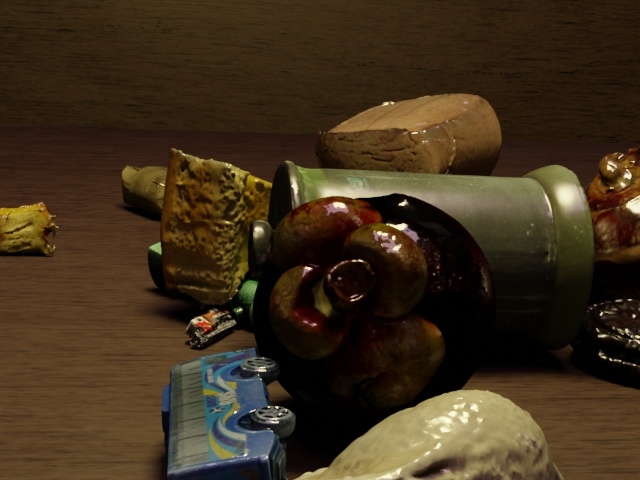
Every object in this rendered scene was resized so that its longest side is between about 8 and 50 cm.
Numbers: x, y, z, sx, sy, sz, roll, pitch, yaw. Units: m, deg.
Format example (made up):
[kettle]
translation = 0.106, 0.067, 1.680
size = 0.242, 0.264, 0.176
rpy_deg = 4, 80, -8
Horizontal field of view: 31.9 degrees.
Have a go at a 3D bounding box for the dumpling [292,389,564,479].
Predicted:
[dumpling]
translation = 0.062, 0.159, 0.709
size = 0.166, 0.126, 0.216
rpy_deg = -9, 6, 37

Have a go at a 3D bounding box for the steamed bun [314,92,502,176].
[steamed bun]
translation = 0.158, -0.139, 2.006
size = 0.251, 0.199, 0.301
rpy_deg = -29, 21, -37

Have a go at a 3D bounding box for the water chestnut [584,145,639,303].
[water chestnut]
translation = 0.419, 0.003, 1.394
size = 0.224, 0.238, 0.223
rpy_deg = -21, 38, 17

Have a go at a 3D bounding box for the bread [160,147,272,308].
[bread]
translation = -0.096, -0.012, 1.295
size = 0.140, 0.169, 0.160
rpy_deg = 14, 9, 40

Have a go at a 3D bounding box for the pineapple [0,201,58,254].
[pineapple]
translation = -0.437, -0.011, 1.571
size = 0.137, 0.069, 0.116
rpy_deg = 1, 13, 43

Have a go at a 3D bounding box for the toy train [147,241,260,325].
[toy train]
translation = -0.101, 0.042, 1.333
size = 0.119, 0.085, 0.251
rpy_deg = -25, 28, -29

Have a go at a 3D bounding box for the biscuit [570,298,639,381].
[biscuit]
translation = 0.359, 0.105, 1.174
size = 0.194, 0.053, 0.194
rpy_deg = 3, 12, -1

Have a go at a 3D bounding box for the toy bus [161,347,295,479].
[toy bus]
translation = -0.071, 0.146, 0.828
size = 0.094, 0.079, 0.236
rpy_deg = -1, 12, -8

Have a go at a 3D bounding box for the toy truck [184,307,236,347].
[toy truck]
translation = -0.119, 0.094, 1.201
size = 0.032, 0.024, 0.083
rpy_deg = 37, 19, 14

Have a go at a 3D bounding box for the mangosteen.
[mangosteen]
translation = 0.037, 0.053, 0.934
size = 0.211, 0.211, 0.250
rpy_deg = 6, -9, 17

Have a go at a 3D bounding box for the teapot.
[teapot]
translation = 0.088, 0.001, 1.200
size = 0.337, 0.200, 0.270
rpy_deg = 2, 25, -11

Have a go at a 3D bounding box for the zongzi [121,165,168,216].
[zongzi]
translation = -0.234, -0.083, 1.912
size = 0.176, 0.078, 0.160
rpy_deg = -1, 17, -34
